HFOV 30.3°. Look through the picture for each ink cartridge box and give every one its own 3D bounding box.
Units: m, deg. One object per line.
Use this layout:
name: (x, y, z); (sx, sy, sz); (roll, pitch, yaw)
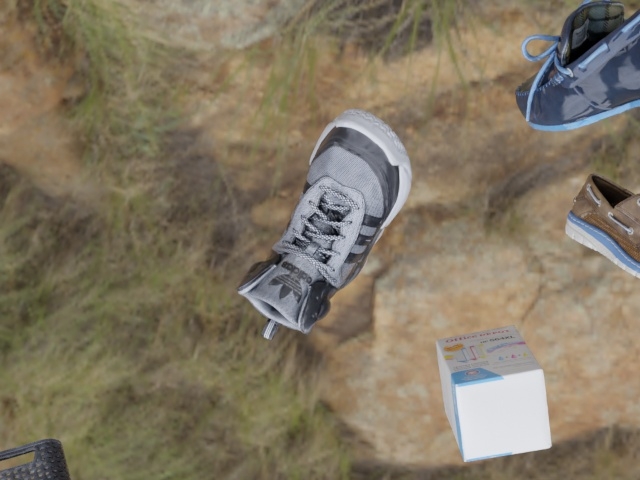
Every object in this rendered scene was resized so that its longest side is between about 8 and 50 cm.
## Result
ink cartridge box: (0.178, 0.155, 1.247); (0.092, 0.143, 0.090); (-10, 107, -2)

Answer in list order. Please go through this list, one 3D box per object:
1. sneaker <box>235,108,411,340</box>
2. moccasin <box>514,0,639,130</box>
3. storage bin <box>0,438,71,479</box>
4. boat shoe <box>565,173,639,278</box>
sneaker: (0.000, 0.000, 1.151); (0.101, 0.153, 0.268); (31, 144, 9)
moccasin: (0.310, -0.207, 1.251); (0.117, 0.138, 0.342); (51, 157, -11)
storage bin: (-0.344, 0.320, 1.376); (0.122, 0.084, 0.180); (-14, 144, -15)
boat shoe: (0.282, -0.010, 1.024); (0.066, 0.183, 0.066); (-5, 112, -33)
